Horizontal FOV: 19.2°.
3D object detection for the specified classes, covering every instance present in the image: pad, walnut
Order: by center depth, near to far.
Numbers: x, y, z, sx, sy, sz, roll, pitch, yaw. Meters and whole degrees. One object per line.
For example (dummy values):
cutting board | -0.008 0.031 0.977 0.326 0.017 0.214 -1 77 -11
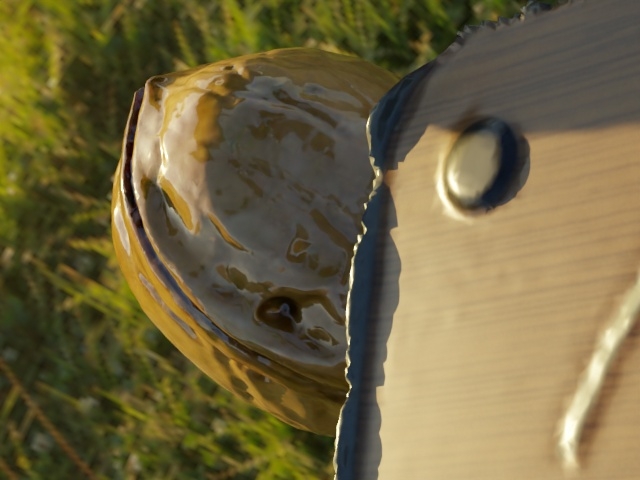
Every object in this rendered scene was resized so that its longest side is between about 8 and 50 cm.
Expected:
pad | 0.098 0.064 0.364 0.286 0.018 0.284 -13 64 47
walnut | 0.000 0.000 0.726 0.180 0.144 0.144 33 88 -3
